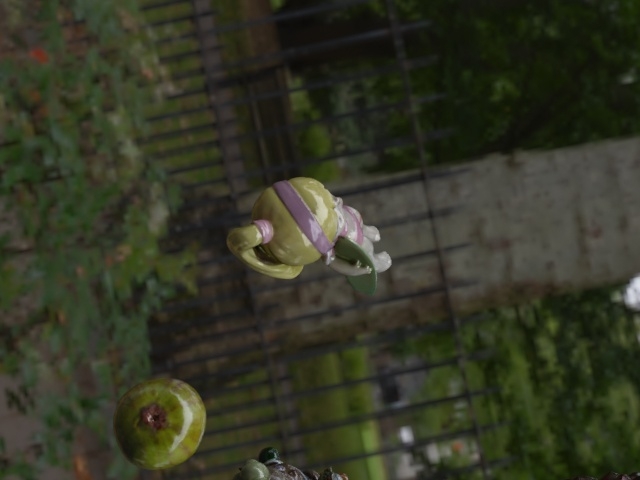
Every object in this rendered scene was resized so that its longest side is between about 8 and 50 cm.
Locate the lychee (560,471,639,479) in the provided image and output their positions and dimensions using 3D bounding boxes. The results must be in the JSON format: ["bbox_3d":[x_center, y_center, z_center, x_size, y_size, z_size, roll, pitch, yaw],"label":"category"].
[{"bbox_3d":[0.337,0.411,1.386,0.424,0.424,0.500,77,30,-56],"label":"lychee"}]

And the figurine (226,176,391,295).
[{"bbox_3d":[0.000,0.000,1.048,0.187,0.083,0.083,15,61,-64],"label":"figurine"}]

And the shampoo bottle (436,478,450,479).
[{"bbox_3d":[0.124,0.343,1.522,0.080,0.040,0.165,-27,-136,59],"label":"shampoo bottle"}]

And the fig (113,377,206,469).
[{"bbox_3d":[-0.164,0.181,1.367,0.166,0.093,0.093,147,-67,-70],"label":"fig"}]

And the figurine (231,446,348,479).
[{"bbox_3d":[-0.034,0.336,1.896,0.147,0.197,0.093,48,-49,39],"label":"figurine"}]
